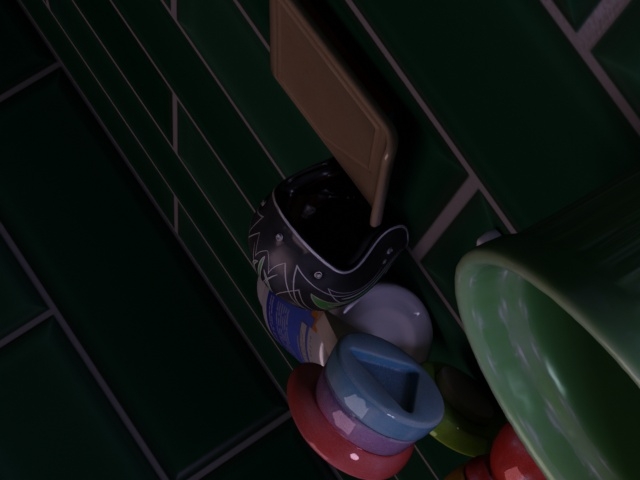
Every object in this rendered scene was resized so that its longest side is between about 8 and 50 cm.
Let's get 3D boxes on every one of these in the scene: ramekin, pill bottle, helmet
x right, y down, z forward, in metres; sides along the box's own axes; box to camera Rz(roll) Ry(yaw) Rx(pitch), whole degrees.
[{"bbox_3d":[0.235,0.095,0.890,0.303,0.148,0.303,53,168,17],"label":"ramekin"},{"bbox_3d":[0.017,0.089,1.736,0.152,0.152,0.272,63,167,-25],"label":"pill bottle"},{"bbox_3d":[0.000,0.000,1.546,0.169,0.161,0.169,53,167,17],"label":"helmet"}]

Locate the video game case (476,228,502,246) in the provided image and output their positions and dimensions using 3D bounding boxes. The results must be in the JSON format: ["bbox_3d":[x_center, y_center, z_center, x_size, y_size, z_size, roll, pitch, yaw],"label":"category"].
[{"bbox_3d":[0.219,0.119,1.311,0.227,0.026,0.206,52,167,22],"label":"video game case"}]

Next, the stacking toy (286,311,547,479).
[{"bbox_3d":[0.128,0.161,1.468,0.309,0.130,0.279,28,-155,-15],"label":"stacking toy"}]

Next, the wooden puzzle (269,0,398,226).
[{"bbox_3d":[0.015,-0.149,1.412,0.239,0.044,0.221,59,169,15],"label":"wooden puzzle"}]
